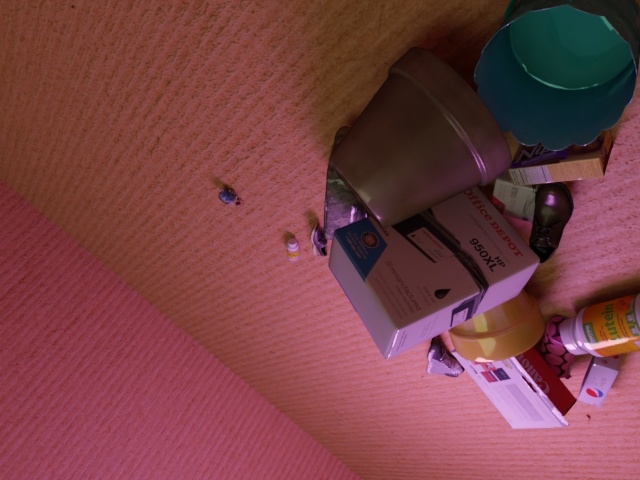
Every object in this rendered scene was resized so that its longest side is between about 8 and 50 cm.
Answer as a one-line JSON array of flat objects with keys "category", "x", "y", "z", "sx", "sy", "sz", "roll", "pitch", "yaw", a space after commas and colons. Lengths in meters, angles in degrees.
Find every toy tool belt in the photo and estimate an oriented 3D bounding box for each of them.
[{"category": "toy tool belt", "x": -0.308, "y": -0.146, "z": 1.962, "sx": 0.083, "sy": 0.052, "sz": 0.051, "roll": 28, "pitch": 153, "yaw": 7}]

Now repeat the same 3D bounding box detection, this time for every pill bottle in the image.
[{"category": "pill bottle", "x": -0.097, "y": 0.030, "z": 2.009, "sx": 0.043, "sy": 0.043, "sz": 0.083, "roll": 21, "pitch": 143, "yaw": 17}, {"category": "pill bottle", "x": 0.749, "y": 0.223, "z": 1.478, "sx": 0.136, "sy": 0.136, "sz": 0.245, "roll": 42, "pitch": 145, "yaw": -11}]

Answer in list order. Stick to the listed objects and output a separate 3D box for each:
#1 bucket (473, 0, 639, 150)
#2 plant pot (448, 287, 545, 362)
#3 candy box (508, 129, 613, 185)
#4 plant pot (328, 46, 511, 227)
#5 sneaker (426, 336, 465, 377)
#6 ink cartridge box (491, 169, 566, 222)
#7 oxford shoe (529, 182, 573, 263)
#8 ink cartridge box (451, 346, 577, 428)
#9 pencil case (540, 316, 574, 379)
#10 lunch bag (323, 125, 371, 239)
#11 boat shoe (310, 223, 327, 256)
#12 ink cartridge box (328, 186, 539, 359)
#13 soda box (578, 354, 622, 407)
[{"category": "bucket", "x": 0.431, "y": -0.326, "z": 1.036, "sx": 0.281, "sy": 0.183, "sz": 0.281, "roll": 21, "pitch": 143, "yaw": 17}, {"category": "plant pot", "x": 0.451, "y": 0.163, "z": 1.577, "sx": 0.253, "sy": 0.254, "sz": 0.239, "roll": -9, "pitch": 111, "yaw": 45}, {"category": "candy box", "x": 0.507, "y": -0.175, "z": 1.221, "sx": 0.186, "sy": 0.109, "sz": 0.053, "roll": -1, "pitch": 132, "yaw": 41}, {"category": "plant pot", "x": 0.180, "y": -0.185, "z": 1.204, "sx": 0.323, "sy": 0.280, "sz": 0.323, "roll": 51, "pitch": -176, "yaw": -4}, {"category": "sneaker", "x": 0.443, "y": 0.413, "z": 2.015, "sx": 0.132, "sy": 0.086, "sz": 0.229, "roll": 14, "pitch": 151, "yaw": 18}, {"category": "ink cartridge box", "x": 0.487, "y": -0.105, "z": 1.359, "sx": 0.150, "sy": 0.063, "sz": 0.109, "roll": 18, "pitch": 143, "yaw": 20}, {"category": "oxford shoe", "x": 0.511, "y": -0.034, "z": 1.288, "sx": 0.082, "sy": 0.096, "sz": 0.227, "roll": 12, "pitch": 139, "yaw": 28}, {"category": "ink cartridge box", "x": 0.591, "y": 0.399, "z": 1.720, "sx": 0.309, "sy": 0.130, "sz": 0.272, "roll": 51, "pitch": 155, "yaw": 3}, {"category": "pencil case", "x": 0.696, "y": 0.317, "z": 1.677, "sx": 0.098, "sy": 0.095, "sz": 0.209, "roll": 52, "pitch": 165, "yaw": 43}, {"category": "lunch bag", "x": 0.146, "y": -0.129, "z": 1.495, "sx": 0.255, "sy": 0.213, "sz": 0.305, "roll": 8, "pitch": 144, "yaw": 4}, {"category": "boat shoe", "x": 0.000, "y": 0.000, "z": 1.893, "sx": 0.049, "sy": 0.056, "sz": 0.152, "roll": 17, "pitch": 152, "yaw": 15}, {"category": "ink cartridge box", "x": 0.259, "y": 0.054, "z": 1.363, "sx": 0.286, "sy": 0.394, "sz": 0.166, "roll": 58, "pitch": 159, "yaw": 28}, {"category": "soda box", "x": 0.817, "y": 0.400, "z": 1.691, "sx": 0.069, "sy": 0.074, "sz": 0.216, "roll": 16, "pitch": 142, "yaw": 23}]
